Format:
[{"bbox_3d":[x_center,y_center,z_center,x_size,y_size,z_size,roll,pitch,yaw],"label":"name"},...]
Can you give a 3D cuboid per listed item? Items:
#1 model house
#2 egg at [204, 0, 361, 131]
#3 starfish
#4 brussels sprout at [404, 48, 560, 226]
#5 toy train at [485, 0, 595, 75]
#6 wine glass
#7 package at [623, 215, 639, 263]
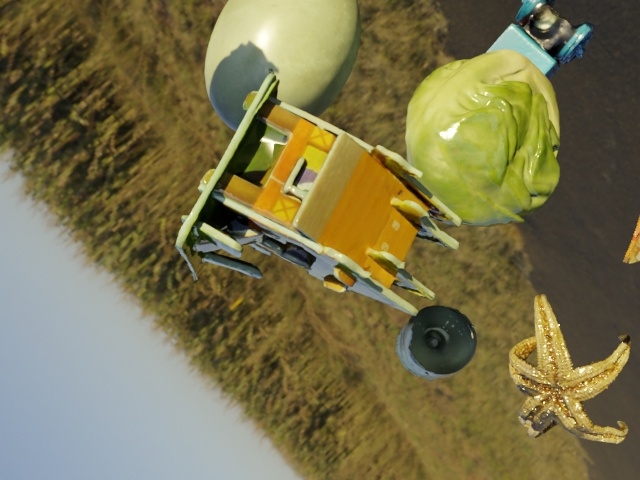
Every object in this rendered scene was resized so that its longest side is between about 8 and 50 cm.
[{"bbox_3d":[0.000,0.000,1.033,0.312,0.242,0.358,30,167,-1],"label":"model house"},{"bbox_3d":[-0.066,-0.346,1.420,0.258,0.352,0.258,31,169,7],"label":"egg"},{"bbox_3d":[0.306,0.159,0.967,0.074,0.146,0.190,-16,-86,-58],"label":"starfish"},{"bbox_3d":[0.305,-0.177,1.453,0.247,0.328,0.328,7,142,47],"label":"brussels sprout"},{"bbox_3d":[0.523,-0.467,1.938,0.188,0.265,0.300,45,-160,7],"label":"toy train"},{"bbox_3d":[0.220,0.194,1.491,0.143,0.143,0.321,46,174,9],"label":"wine glass"},{"bbox_3d":[0.574,-0.009,1.356,0.120,0.108,0.031,5,-165,-40],"label":"package"}]
